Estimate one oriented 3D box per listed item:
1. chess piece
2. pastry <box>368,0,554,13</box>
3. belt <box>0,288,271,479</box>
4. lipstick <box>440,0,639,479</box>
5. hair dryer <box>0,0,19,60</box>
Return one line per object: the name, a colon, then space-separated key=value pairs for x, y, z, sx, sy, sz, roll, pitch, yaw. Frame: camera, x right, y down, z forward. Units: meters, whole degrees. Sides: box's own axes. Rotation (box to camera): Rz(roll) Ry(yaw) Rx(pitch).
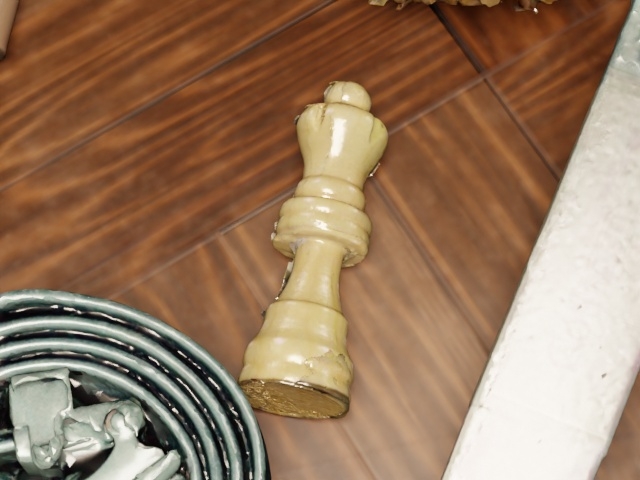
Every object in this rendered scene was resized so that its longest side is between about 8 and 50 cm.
chess piece: x=0.000 y=0.000 z=0.781 sx=0.060 sy=0.060 sz=0.172 roll=8 pitch=69 yaw=5
pastry: x=0.065 y=-0.244 z=0.771 sx=0.275 sy=0.275 sz=0.193 roll=17 pitch=53 yaw=8
belt: x=-0.141 y=0.148 z=0.701 sx=0.206 sy=0.116 sz=0.267 roll=39 pitch=74 yaw=10
lipstick: x=0.121 y=0.033 z=0.725 sx=0.066 sy=0.068 sz=0.317 roll=22 pitch=84 yaw=7
hair dryer: x=-0.166 y=-0.163 z=0.848 sx=0.117 sy=0.064 sz=0.182 roll=10 pitch=79 yaw=4
